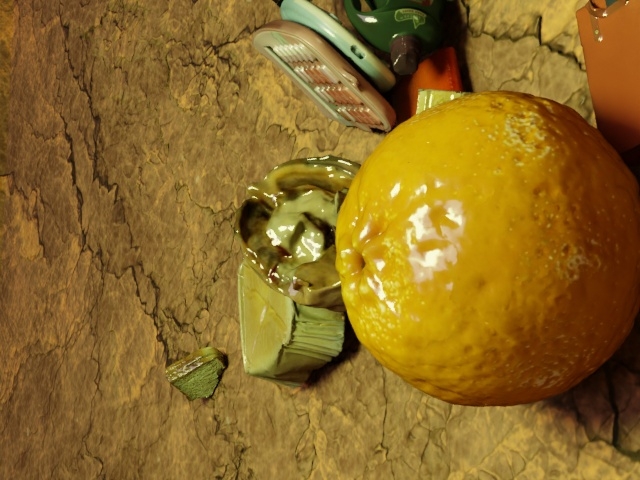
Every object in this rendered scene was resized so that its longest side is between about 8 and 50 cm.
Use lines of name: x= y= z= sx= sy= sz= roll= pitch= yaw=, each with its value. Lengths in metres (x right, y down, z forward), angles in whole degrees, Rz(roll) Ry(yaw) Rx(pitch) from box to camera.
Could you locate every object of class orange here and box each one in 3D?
orange: x=0.167 y=0.011 z=1.235 sx=0.341 sy=0.293 sz=0.340 roll=20 pitch=112 yaw=62

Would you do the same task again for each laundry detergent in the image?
laundry detergent: x=0.099 y=-0.307 z=1.566 sx=0.078 sy=0.144 sz=0.221 roll=111 pitch=168 yaw=-50

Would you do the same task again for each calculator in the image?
calculator: x=0.023 y=-0.280 z=1.666 sx=0.042 sy=0.188 sz=0.302 roll=-51 pitch=16 yaw=2
calculator: x=0.008 y=-0.234 z=1.662 sx=0.048 sy=0.220 sz=0.330 roll=-47 pitch=18 yaw=-3

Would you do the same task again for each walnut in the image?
walnut: x=-0.011 y=0.005 z=1.615 sx=0.141 sy=0.204 sz=0.238 roll=78 pitch=-172 yaw=-51

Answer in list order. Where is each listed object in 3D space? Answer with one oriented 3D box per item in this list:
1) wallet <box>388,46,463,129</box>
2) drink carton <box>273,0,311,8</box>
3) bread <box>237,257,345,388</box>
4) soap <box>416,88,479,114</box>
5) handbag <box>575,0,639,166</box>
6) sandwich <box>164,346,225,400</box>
wallet: x=0.153 y=-0.139 z=1.562 sx=0.142 sy=0.045 sz=0.204 roll=-42 pitch=48 yaw=48
drink carton: x=-0.008 y=-0.415 z=1.810 sx=0.071 sy=0.056 sz=0.165 roll=-48 pitch=6 yaw=46
bread: x=-0.040 y=0.100 z=1.751 sx=0.192 sy=0.110 sz=0.209 roll=-47 pitch=44 yaw=52
soap: x=0.146 y=-0.065 z=1.472 sx=0.092 sy=0.037 sz=0.252 roll=18 pitch=103 yaw=57
handbag: x=0.345 y=-0.190 z=1.244 sx=0.127 sy=0.063 sz=0.190 roll=-33 pitch=59 yaw=52
sandwich: x=-0.207 y=0.232 z=2.042 sx=0.105 sy=0.093 sz=0.035 roll=-34 pitch=46 yaw=10
